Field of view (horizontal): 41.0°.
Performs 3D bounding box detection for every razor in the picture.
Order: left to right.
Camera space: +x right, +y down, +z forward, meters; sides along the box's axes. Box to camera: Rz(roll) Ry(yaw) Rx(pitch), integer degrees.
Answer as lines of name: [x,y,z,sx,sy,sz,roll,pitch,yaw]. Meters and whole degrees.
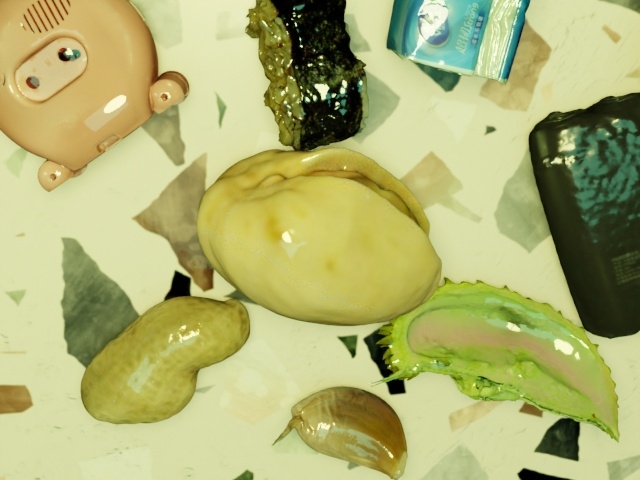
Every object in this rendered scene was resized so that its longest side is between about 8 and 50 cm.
razor: [0.406,-0.032,1.174,0.189,0.107,0.327,-19,108,2]

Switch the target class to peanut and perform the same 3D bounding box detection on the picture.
peanut: [-0.212,0.160,1.174,0.253,0.122,0.137,-42,106,3]

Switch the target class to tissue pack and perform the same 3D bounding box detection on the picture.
tissue pack: [0.174,-0.336,1.012,0.146,0.198,0.264,12,105,-6]

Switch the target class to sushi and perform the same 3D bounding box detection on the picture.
sushi: [-0.017,-0.220,1.030,0.115,0.147,0.213,-10,78,-15]

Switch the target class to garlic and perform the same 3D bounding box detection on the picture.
garlic: [0.027,0.269,1.221,0.198,0.129,0.090,22,120,-14]

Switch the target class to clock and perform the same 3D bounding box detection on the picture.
clock: [-0.313,-0.214,1.039,0.227,0.142,0.241,-33,103,5]

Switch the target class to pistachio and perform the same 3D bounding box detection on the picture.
pistachio: [0.000,0.000,1.090,0.321,0.229,0.238,15,131,-17]

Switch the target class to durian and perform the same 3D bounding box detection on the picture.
durian: [0.245,0.157,1.185,0.355,0.169,0.158,14,108,-6]
